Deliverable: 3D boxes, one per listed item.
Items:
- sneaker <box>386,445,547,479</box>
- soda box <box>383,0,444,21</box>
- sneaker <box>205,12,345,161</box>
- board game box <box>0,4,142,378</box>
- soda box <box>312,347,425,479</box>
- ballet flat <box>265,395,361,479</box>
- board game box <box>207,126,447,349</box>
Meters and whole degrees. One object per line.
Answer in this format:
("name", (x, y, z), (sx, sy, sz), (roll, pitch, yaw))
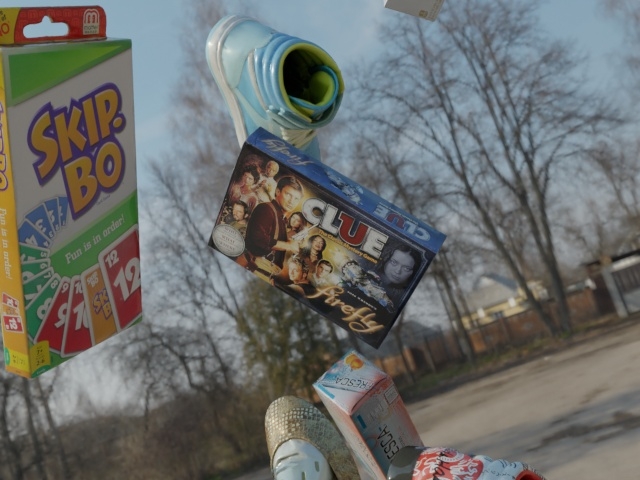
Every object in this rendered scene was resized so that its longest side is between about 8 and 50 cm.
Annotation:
("sneaker", (0.178, 0.307, 0.756), (0.145, 0.270, 0.090), (-7, 32, 40))
("soda box", (0.145, -0.381, 0.958), (0.074, 0.069, 0.216), (13, -48, -12))
("sneaker", (-0.036, -0.180, 1.188), (0.127, 0.208, 0.319), (-48, -43, -17))
("board game box", (-0.188, -0.039, 0.587), (0.039, 0.259, 0.124), (9, 20, 27))
("soda box", (0.059, 0.196, 0.824), (0.058, 0.063, 0.183), (-40, -47, -17))
("ballet flat", (0.005, 0.224, 0.654), (0.073, 0.206, 0.067), (-37, -17, 17))
("board game box", (0.000, 0.000, 0.905), (0.042, 0.243, 0.165), (-50, -12, -52))
